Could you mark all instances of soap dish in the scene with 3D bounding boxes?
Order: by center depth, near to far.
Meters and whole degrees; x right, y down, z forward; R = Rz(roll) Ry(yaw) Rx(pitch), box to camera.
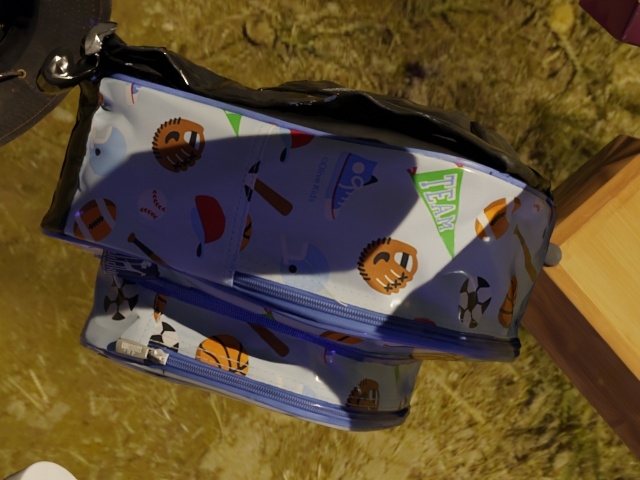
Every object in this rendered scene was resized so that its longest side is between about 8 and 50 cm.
[{"bbox_3d":[0.335,0.057,1.039,0.229,0.118,0.291,-39,85,-15],"label":"soap dish"}]

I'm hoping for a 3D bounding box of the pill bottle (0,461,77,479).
[{"bbox_3d":[-0.239,0.214,0.640,0.193,0.108,0.108,-27,75,14],"label":"pill bottle"}]

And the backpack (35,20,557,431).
[{"bbox_3d":[0.000,0.000,0.604,0.263,0.276,0.213,8,94,23],"label":"backpack"}]

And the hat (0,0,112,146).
[{"bbox_3d":[-0.389,-0.249,1.055,0.331,0.331,0.134,-30,43,-9],"label":"hat"}]

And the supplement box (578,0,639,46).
[{"bbox_3d":[0.139,-0.089,0.342,0.083,0.055,0.043,10,29,-14],"label":"supplement box"}]
